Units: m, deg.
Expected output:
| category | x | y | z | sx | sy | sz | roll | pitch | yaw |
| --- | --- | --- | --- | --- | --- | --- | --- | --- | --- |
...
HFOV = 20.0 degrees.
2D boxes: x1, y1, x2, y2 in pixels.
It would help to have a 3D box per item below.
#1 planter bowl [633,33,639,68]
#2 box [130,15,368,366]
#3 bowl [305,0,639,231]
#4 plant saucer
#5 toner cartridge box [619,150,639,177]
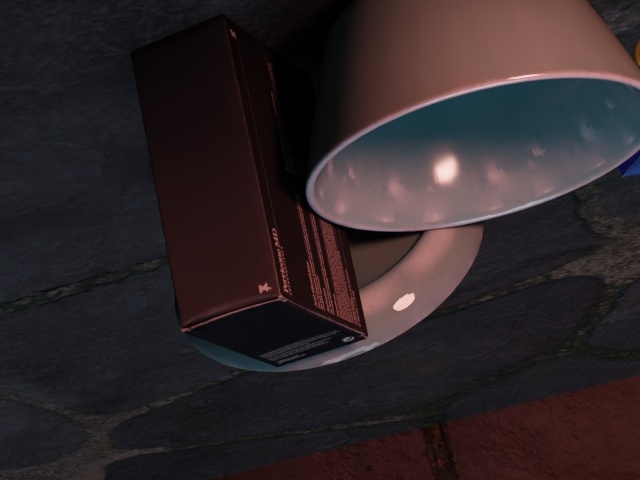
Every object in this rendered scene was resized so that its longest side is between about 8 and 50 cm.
| category | x | y | z | sx | sy | sz | roll | pitch | yaw |
| --- | --- | --- | --- | --- | --- | --- | --- | --- | --- |
| planter bowl | 0.369 | -0.228 | 1.590 | 0.217 | 0.090 | 0.217 | -11 | 160 | -4 |
| box | -0.062 | -0.038 | 1.593 | 0.103 | 0.261 | 0.184 | -19 | 159 | 18 |
| bowl | 0.123 | -0.141 | 1.570 | 0.312 | 0.163 | 0.311 | -12 | 161 | -4 |
| plant saucer | 0.000 | 0.000 | 1.759 | 0.318 | 0.317 | 0.043 | -16 | 127 | 9 |
| toner cartridge box | 0.491 | -0.151 | 1.906 | 0.348 | 0.075 | 0.165 | -8 | 162 | -13 |
